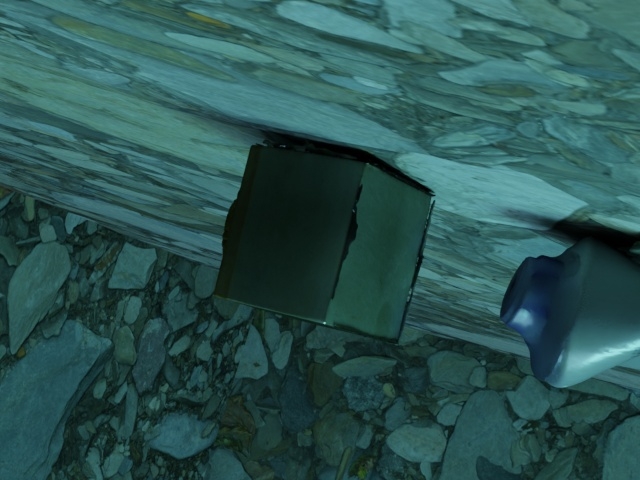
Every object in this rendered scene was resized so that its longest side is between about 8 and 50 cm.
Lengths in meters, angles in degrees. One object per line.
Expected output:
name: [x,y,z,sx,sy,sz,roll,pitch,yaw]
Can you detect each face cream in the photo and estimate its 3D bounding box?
face cream: [0.368,0.103,1.304,0.420,0.137,0.235,16,168,-1]

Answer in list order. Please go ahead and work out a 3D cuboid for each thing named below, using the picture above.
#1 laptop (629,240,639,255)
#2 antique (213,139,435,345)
laptop: [0.404,0.041,1.173,0.269,0.015,0.187,18,174,-12]
antique: [0.000,0.000,1.307,0.148,0.152,0.146,11,174,32]
